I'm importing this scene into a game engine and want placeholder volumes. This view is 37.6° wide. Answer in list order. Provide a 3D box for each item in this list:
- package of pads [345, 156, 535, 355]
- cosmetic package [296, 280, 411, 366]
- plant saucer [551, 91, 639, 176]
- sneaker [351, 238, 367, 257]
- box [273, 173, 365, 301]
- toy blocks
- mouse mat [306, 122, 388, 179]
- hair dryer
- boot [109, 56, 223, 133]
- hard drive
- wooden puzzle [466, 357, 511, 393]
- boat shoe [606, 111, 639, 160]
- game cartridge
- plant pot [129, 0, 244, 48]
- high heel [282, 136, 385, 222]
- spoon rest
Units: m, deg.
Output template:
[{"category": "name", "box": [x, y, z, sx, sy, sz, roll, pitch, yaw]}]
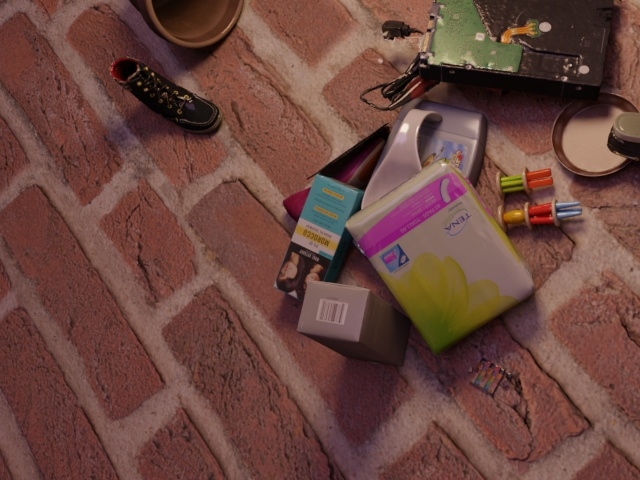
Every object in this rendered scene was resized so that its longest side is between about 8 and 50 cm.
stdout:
[{"category": "package of pads", "box": [0.222, 0.023, 1.694, 0.229, 0.101, 0.296, -34, 93, 12]}, {"category": "cosmetic package", "box": [0.066, 0.155, 1.708, 0.127, 0.238, 0.107, 7, 78, 25]}, {"category": "plant saucer", "box": [0.513, -0.192, 1.735, 0.168, 0.029, 0.168, -9, 68, 23]}, {"category": "sneaker", "box": [0.127, 0.025, 1.832, 0.144, 0.053, 0.059, 30, 87, 22]}, {"category": "box", "box": [0.000, 0.000, 1.851, 0.101, 0.060, 0.244, 25, 100, 22]}, {"category": "toy blocks", "box": [0.404, -0.081, 1.733, 0.148, 0.054, 0.123, -8, 70, 23]}, {"category": "mouse mat", "box": [0.057, -0.181, 1.891, 0.190, 0.152, 0.007, -33, 93, 12]}, {"category": "hair dryer", "box": [0.240, -0.330, 1.869, 0.294, 0.080, 0.223, 7, 67, 17]}, {"category": "boot", "box": [-0.350, -0.326, 2.109, 0.236, 0.178, 0.085, 24, 84, 31]}, {"category": "hard drive", "box": [0.375, -0.396, 1.794, 0.339, 0.064, 0.236, 9, 67, 11]}, {"category": "wooden puzzle", "box": [0.302, 0.245, 1.694, 0.083, 0.006, 0.049, 28, 86, 30]}, {"category": "boat shoe", "box": [0.620, -0.165, 1.643, 0.228, 0.068, 0.081, 15, 55, 9]}, {"category": "game cartridge", "box": [0.206, -0.132, 1.849, 0.198, 0.062, 0.297, 18, 81, 34]}, {"category": "plant pot", "box": [-0.341, -0.592, 2.187, 0.229, 0.263, 0.263, 24, 83, 49]}, {"category": "high heel", "box": [0.027, -0.132, 1.921, 0.117, 0.082, 0.244, 42, 103, 26]}, {"category": "spoon rest", "box": [0.160, -0.131, 1.793, 0.137, 0.084, 0.276, 10, 76, 28]}]
